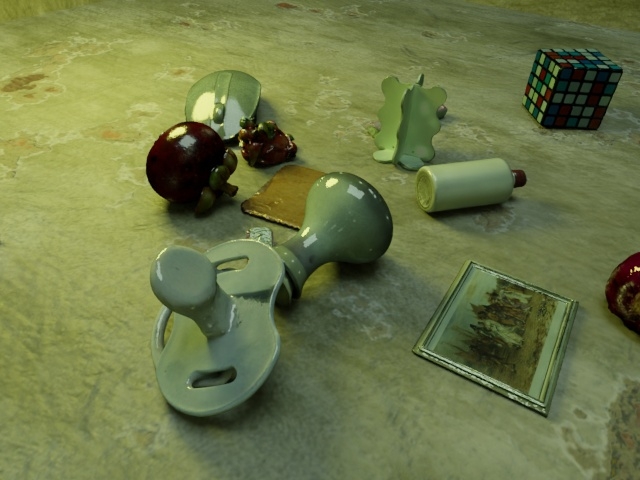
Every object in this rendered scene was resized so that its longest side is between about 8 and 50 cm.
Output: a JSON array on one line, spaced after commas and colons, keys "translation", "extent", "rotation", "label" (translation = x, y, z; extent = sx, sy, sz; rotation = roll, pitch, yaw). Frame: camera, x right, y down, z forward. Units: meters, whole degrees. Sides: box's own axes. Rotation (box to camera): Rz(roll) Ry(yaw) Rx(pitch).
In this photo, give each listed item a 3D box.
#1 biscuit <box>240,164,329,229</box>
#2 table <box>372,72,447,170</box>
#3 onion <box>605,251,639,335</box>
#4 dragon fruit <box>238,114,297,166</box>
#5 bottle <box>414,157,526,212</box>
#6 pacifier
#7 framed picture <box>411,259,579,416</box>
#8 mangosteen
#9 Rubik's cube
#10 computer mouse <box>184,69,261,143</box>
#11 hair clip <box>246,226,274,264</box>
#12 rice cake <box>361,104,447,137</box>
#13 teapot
[{"translation": [-0.025, -0.095, 1.109], "extent": [0.236, 0.013, 0.232], "rotation": [18, 40, 19], "label": "biscuit"}, {"translation": [0.219, -0.300, 1.233], "extent": [0.166, 0.198, 0.167], "rotation": [2, 38, -2], "label": "table"}, {"translation": [0.593, 0.079, 0.832], "extent": [0.198, 0.135, 0.173], "rotation": [-25, 49, -33], "label": "onion"}, {"translation": [-0.134, -0.241, 1.223], "extent": [0.138, 0.175, 0.142], "rotation": [4, 68, 17], "label": "dragon fruit"}, {"translation": [0.340, -0.125, 1.099], "extent": [0.245, 0.104, 0.104], "rotation": [-9, 40, -13], "label": "bottle"}, {"translation": [-0.171, 0.094, 0.696], "extent": [0.227, 0.207, 0.279], "rotation": [-11, 52, 14], "label": "pacifier"}, {"translation": [0.301, 0.140, 0.831], "extent": [0.217, 0.017, 0.274], "rotation": [21, 42, 22], "label": "framed picture"}, {"translation": [-0.265, -0.152, 1.055], "extent": [0.199, 0.200, 0.200], "rotation": [2, 38, -1], "label": "mangosteen"}, {"translation": [0.734, -0.451, 1.471], "extent": [0.187, 0.184, 0.182], "rotation": [1, 39, -1], "label": "Rubik's cube"}, {"translation": [-0.268, -0.395, 1.390], "extent": [0.203, 0.114, 0.374], "rotation": [1, 39, -4], "label": "computer mouse"}, {"translation": [-0.113, 0.023, 0.945], "extent": [0.054, 0.022, 0.137], "rotation": [-3, 42, -8], "label": "hair clip"}, {"translation": [0.245, -0.353, 1.420], "extent": [0.290, 0.051, 0.081], "rotation": [-23, 46, -30], "label": "rice cake"}, {"translation": [0.000, 0.000, 0.880], "extent": [0.251, 0.184, 0.183], "rotation": [-38, 53, -25], "label": "teapot"}]
